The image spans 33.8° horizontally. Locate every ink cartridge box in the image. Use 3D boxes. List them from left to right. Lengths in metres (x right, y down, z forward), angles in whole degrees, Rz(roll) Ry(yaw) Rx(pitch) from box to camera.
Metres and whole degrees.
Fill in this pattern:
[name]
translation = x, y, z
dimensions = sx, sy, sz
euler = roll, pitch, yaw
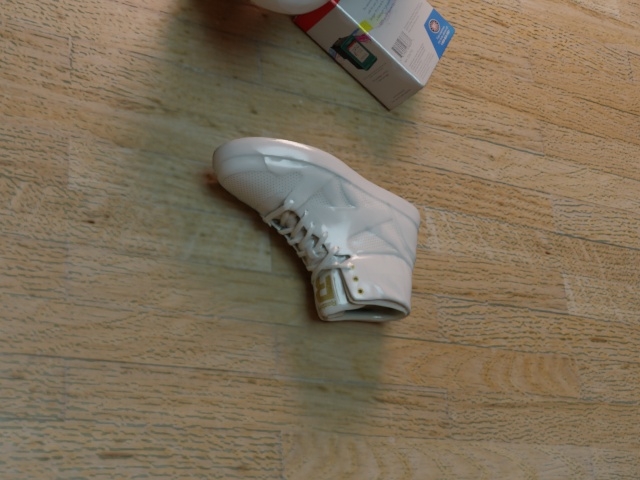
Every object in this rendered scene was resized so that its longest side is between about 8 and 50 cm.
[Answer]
[ink cartridge box]
translation = 0.059, -0.306, 1.418
dimensions = 0.231, 0.078, 0.134
euler = 41, 52, -15

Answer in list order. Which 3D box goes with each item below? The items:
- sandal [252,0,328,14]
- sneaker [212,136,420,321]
[sandal]
translation = 0.026, -0.390, 1.324
dimensions = 0.169, 0.102, 0.416
euler = 41, 52, 11
[sneaker]
translation = 0.000, 0.000, 1.229
dimensions = 0.292, 0.108, 0.169
euler = 22, 56, -28
